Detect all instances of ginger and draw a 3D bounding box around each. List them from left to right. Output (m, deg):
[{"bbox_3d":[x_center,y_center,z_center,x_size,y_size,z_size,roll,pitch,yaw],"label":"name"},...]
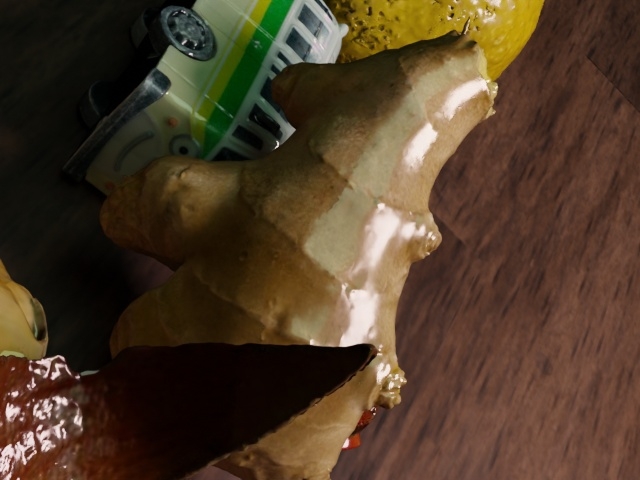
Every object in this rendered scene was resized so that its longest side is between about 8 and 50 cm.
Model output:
[{"bbox_3d":[-0.022,-0.006,1.127,0.375,0.236,0.166,-65,152,-29],"label":"ginger"}]

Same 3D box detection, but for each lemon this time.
[{"bbox_3d":[0.089,-0.269,1.485,0.258,0.258,0.310,34,37,-22],"label":"lemon"}]

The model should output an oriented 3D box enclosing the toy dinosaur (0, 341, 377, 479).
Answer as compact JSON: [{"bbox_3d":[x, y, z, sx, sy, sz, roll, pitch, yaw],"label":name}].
[{"bbox_3d":[-0.144,0.119,0.595,0.327,0.113,0.207,6,98,-45],"label":"toy dinosaur"}]

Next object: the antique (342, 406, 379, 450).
[{"bbox_3d":[0.000,0.111,1.187,0.104,0.104,0.104,28,42,-28],"label":"antique"}]

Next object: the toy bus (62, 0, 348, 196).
[{"bbox_3d":[-0.085,-0.127,1.270,0.164,0.133,0.276,38,39,-15],"label":"toy bus"}]

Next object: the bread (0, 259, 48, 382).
[{"bbox_3d":[-0.372,0.074,0.695,0.394,0.250,0.361,-5,33,-47],"label":"bread"}]
